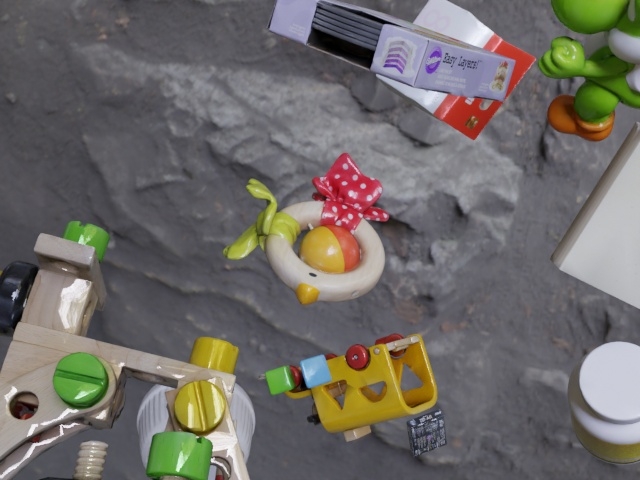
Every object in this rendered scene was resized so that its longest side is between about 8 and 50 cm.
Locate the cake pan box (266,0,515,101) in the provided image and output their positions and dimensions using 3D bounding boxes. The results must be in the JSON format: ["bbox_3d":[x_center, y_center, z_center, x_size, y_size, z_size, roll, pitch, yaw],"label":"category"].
[{"bbox_3d":[0.097,-0.261,1.179,0.245,0.267,0.070,27,109,33],"label":"cake pan box"}]

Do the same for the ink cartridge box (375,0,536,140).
[{"bbox_3d":[0.240,-0.317,1.596,0.232,0.189,0.066,40,-175,38],"label":"ink cartridge box"}]

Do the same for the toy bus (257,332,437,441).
[{"bbox_3d":[0.035,0.179,1.034,0.191,0.104,0.202,-15,172,-10],"label":"toy bus"}]

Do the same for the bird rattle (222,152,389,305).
[{"bbox_3d":[0.000,0.000,1.195,0.207,0.253,0.143,58,136,29],"label":"bird rattle"}]

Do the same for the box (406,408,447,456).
[{"bbox_3d":[0.192,0.347,1.581,0.067,0.018,0.083,-20,129,-9],"label":"box"}]

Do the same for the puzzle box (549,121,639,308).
[{"bbox_3d":[0.628,0.010,1.484,0.409,0.052,0.272,25,105,-14],"label":"puzzle box"}]

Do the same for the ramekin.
[{"bbox_3d":[-0.214,0.339,1.514,0.207,0.109,0.207,-3,120,-5],"label":"ramekin"}]

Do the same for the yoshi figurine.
[{"bbox_3d":[0.391,-0.289,1.222,0.203,0.204,0.362,-11,162,2],"label":"yoshi figurine"}]

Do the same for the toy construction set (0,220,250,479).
[{"bbox_3d":[-0.136,0.123,0.669,0.257,0.237,0.309,-3,153,18],"label":"toy construction set"}]

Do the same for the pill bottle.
[{"bbox_3d":[0.571,0.309,1.677,0.188,0.188,0.334,4,159,20],"label":"pill bottle"}]
